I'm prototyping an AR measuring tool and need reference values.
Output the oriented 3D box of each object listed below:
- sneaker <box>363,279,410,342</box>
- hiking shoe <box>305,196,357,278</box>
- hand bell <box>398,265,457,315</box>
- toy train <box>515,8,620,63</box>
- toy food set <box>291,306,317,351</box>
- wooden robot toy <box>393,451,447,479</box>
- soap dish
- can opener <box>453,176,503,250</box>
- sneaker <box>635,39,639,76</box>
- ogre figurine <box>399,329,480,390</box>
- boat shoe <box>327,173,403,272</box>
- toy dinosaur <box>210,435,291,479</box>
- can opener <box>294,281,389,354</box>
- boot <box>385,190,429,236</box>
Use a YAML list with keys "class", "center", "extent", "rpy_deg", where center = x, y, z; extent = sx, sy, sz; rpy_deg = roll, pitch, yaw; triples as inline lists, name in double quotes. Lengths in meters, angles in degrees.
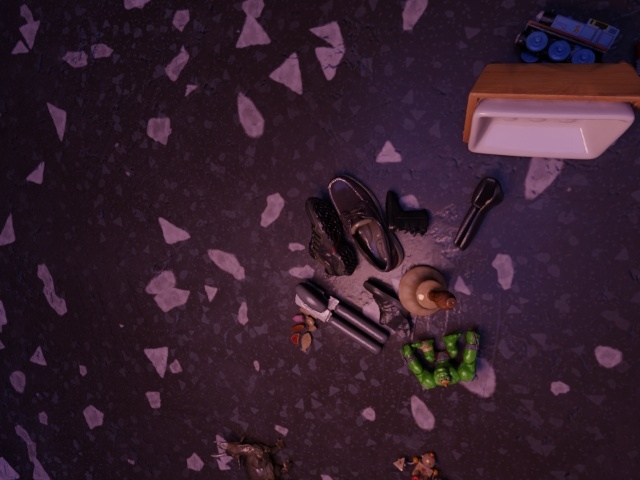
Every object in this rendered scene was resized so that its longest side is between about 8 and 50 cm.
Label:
- class: "sneaker"
  center: [0.170, 0.181, 1.067]
  extent: [0.170, 0.051, 0.089]
  rpy_deg: [30, 101, 9]
- class: "hiking shoe"
  center: [0.000, 0.000, 1.072]
  extent: [0.114, 0.086, 0.227]
  rpy_deg: [-18, 101, 37]
- class: "hand bell"
  center: [0.258, 0.124, 0.915]
  extent: [0.126, 0.242, 0.126]
  rpy_deg: [0, 89, 0]
- class: "toy train"
  center: [0.513, -0.416, 0.867]
  extent: [0.184, 0.080, 0.105]
  rpy_deg: [31, 96, 15]
- class: "toy food set"
  center: [-0.050, 0.249, 1.168]
  extent: [0.077, 0.019, 0.122]
  rpy_deg: [28, 112, 14]
- class: "wooden robot toy"
  center: [0.283, 0.598, 1.074]
  extent: [0.173, 0.076, 0.079]
  rpy_deg: [27, 93, 13]
- class: "soap dish"
  center: [0.449, -0.260, 0.836]
  extent: [0.290, 0.229, 0.118]
  rpy_deg: [8, 83, 18]
- class: "can opener"
  center: [0.366, -0.063, 0.971]
  extent: [0.073, 0.059, 0.186]
  rpy_deg: [17, 114, -11]
- class: "sneaker"
  center: [0.653, -0.345, 0.843]
  extent: [0.066, 0.042, 0.119]
  rpy_deg: [-22, 92, 16]
- class: "ogre figurine"
  center: [0.306, 0.299, 1.018]
  extent: [0.196, 0.097, 0.118]
  rpy_deg: [-15, 74, 5]
- class: "boat shoe"
  center: [0.108, -0.045, 1.037]
  extent: [0.102, 0.092, 0.285]
  rpy_deg: [-32, 85, 21]
- class: "toy dinosaur"
  center: [-0.169, 0.693, 1.229]
  extent: [0.160, 0.121, 0.314]
  rpy_deg: [-34, 90, 31]
- class: "can opener"
  center: [0.048, 0.208, 1.096]
  extent: [0.280, 0.093, 0.074]
  rpy_deg: [31, 104, 8]
- class: "boot"
  center: [0.214, -0.067, 1.021]
  extent: [0.099, 0.045, 0.121]
  rpy_deg: [1, 64, -1]
